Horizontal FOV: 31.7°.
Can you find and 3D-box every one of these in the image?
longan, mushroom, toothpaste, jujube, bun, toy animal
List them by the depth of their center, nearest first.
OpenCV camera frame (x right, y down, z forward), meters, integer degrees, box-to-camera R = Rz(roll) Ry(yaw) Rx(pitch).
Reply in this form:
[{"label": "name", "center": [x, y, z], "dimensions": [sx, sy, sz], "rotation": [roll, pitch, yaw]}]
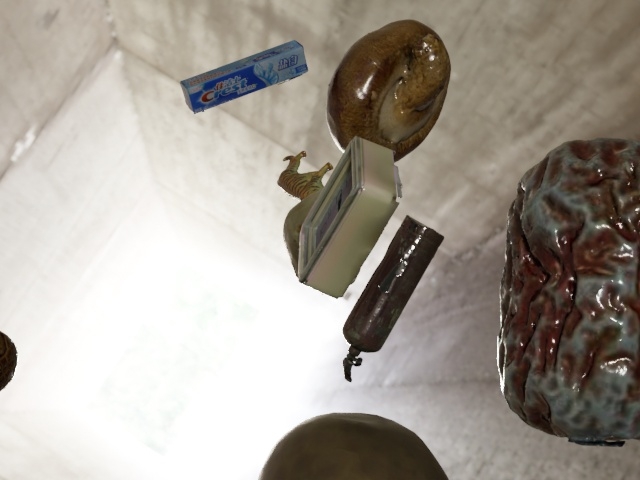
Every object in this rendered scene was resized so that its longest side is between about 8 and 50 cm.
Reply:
[{"label": "jujube", "center": [0.295, 0.058, 1.184], "dimensions": [0.226, 0.226, 0.317], "rotation": [116, 160, -79]}, {"label": "mushroom", "center": [-0.515, 0.188, 1.730], "dimensions": [0.126, 0.085, 0.109], "rotation": [51, -139, -61]}, {"label": "bun", "center": [0.000, 0.000, 1.917], "dimensions": [0.166, 0.173, 0.113], "rotation": [-44, -31, 22]}, {"label": "longan", "center": [0.060, 0.499, 2.008], "dimensions": [0.336, 0.404, 0.404], "rotation": [5, -58, -52]}, {"label": "toy animal", "center": [-0.026, -0.115, 2.198], "dimensions": [0.099, 0.241, 0.056], "rotation": [-32, -53, -18]}, {"label": "toothpaste", "center": [-0.161, -0.349, 2.406], "dimensions": [0.272, 0.053, 0.066], "rotation": [-22, -55, -14]}, {"label": "mushroom", "center": [0.152, -0.320, 2.457], "dimensions": [0.345, 0.239, 0.345], "rotation": [-18, -40, -16]}]

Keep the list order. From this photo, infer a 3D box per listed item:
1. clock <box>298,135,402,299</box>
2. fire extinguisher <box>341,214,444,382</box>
[{"label": "clock", "center": [0.039, -0.034, 1.600], "dimensions": [0.192, 0.071, 0.147], "rotation": [-59, 16, 31]}, {"label": "fire extinguisher", "center": [0.099, 0.093, 1.741], "dimensions": [0.267, 0.072, 0.089], "rotation": [-60, 16, -1]}]
